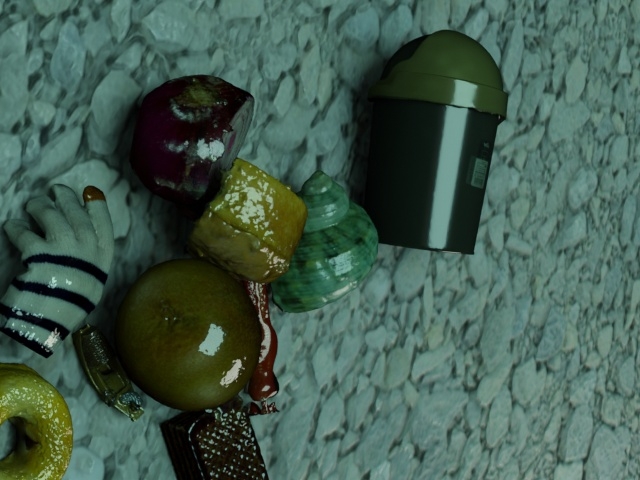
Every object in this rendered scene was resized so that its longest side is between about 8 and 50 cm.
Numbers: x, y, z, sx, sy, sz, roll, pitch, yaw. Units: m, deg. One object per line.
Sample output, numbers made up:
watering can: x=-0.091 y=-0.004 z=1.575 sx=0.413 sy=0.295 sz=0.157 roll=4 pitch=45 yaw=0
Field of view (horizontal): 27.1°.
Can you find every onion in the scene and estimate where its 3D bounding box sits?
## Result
onion: x=-0.180 y=-0.114 z=1.773 sx=0.140 sy=0.218 sz=0.195 roll=16 pitch=43 yaw=-1

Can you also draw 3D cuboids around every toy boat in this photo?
toy boat: x=-0.278 y=0.174 z=1.740 sx=0.047 sy=0.049 sz=0.149 roll=-40 pitch=114 yaw=-33

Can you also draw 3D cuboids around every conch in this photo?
conch: x=0.001 y=0.002 z=1.911 sx=0.176 sy=0.122 sz=0.188 roll=-7 pitch=76 yaw=-22

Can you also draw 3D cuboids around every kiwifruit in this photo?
kiwifruit: x=-0.169 y=0.127 z=1.726 sx=0.234 sy=0.196 sz=0.196 roll=83 pitch=30 yaw=-68

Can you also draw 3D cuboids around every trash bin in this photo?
trash bin: x=0.169 y=-0.152 z=2.008 sx=0.214 sy=0.214 sz=0.333 roll=5 pitch=94 yaw=-39

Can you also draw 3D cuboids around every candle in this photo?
candle: x=-0.094 y=0.088 z=1.892 sx=0.051 sy=0.048 sz=0.329 roll=-8 pitch=95 yaw=-31

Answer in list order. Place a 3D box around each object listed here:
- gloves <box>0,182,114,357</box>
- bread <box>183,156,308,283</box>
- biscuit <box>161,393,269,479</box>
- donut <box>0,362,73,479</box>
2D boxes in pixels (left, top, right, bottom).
gloves: x=-0.324 y=0.030 z=1.657 sx=0.140 sy=0.131 sz=0.218 roll=39 pitch=76 yaw=-35
bread: x=-0.092 y=-0.020 z=1.754 sx=0.140 sy=0.229 sz=0.143 roll=23 pitch=82 yaw=-1
biscuit: x=-0.115 y=0.403 z=1.860 sx=0.107 sy=0.073 sz=0.388 roll=-26 pitch=107 yaw=-38
donut: x=-0.384 y=0.246 z=1.638 sx=0.174 sy=0.075 sz=0.190 roll=18 pitch=79 yaw=-38
